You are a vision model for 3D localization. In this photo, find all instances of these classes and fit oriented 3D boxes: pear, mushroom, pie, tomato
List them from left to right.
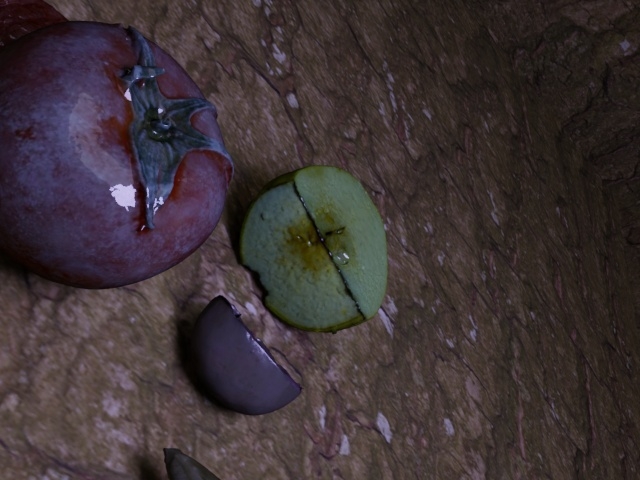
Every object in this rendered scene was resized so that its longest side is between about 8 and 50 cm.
[{"bbox_3d":[-0.399,-0.264,0.945,0.182,0.050,0.182,29,47,-36],"label":"pie"},{"bbox_3d":[-0.262,-0.097,0.814,0.317,0.283,0.316,32,46,-41],"label":"tomato"},{"bbox_3d":[-0.118,0.173,0.975,0.117,0.141,0.188,-38,99,-19],"label":"mushroom"},{"bbox_3d":[0.000,0.000,1.189,0.292,0.159,0.292,30,49,-42],"label":"pear"}]

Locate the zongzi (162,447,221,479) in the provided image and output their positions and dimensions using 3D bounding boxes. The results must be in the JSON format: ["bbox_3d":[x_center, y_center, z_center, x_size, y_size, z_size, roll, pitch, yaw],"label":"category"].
[{"bbox_3d":[-0.024,0.437,0.892,0.356,0.174,0.392,9,56,-53],"label":"zongzi"}]
